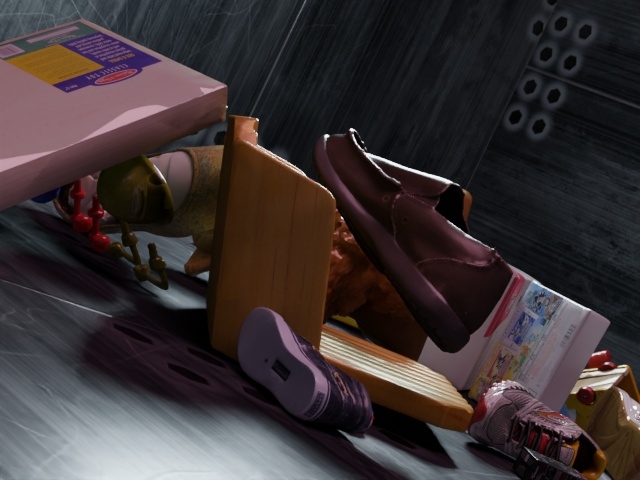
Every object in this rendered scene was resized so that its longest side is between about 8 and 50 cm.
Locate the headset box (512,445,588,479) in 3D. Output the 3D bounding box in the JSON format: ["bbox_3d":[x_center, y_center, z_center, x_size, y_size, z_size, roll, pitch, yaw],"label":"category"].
[{"bbox_3d":[0.273,0.276,1.854,0.083,0.032,0.062,26,3,-11],"label":"headset box"}]

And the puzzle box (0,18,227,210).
[{"bbox_3d":[-0.343,-0.149,1.857,0.272,0.052,0.409,27,37,34],"label":"puzzle box"}]

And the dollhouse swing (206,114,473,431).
[{"bbox_3d":[0.028,0.031,1.837,0.305,0.315,0.347,7,4,-5],"label":"dollhouse swing"}]

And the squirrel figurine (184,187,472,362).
[{"bbox_3d":[0.000,0.000,2.211,0.370,0.281,0.397,20,0,2],"label":"squirrel figurine"}]

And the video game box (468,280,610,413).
[{"bbox_3d":[0.318,0.176,2.342,0.048,0.205,0.187,29,2,-25],"label":"video game box"}]

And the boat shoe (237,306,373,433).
[{"bbox_3d":[-0.018,0.135,1.597,0.083,0.065,0.183,28,12,-34],"label":"boat shoe"}]

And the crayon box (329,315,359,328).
[{"bbox_3d":[-0.022,0.060,2.663,0.202,0.081,0.318,24,3,-26],"label":"crayon box"}]

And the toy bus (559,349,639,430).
[{"bbox_3d":[0.389,0.258,2.437,0.202,0.191,0.104,-137,-154,-78],"label":"toy bus"}]

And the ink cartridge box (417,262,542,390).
[{"bbox_3d":[0.248,0.126,2.563,0.117,0.207,0.283,28,4,16],"label":"ink cartridge box"}]

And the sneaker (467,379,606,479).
[{"bbox_3d":[0.272,0.239,1.968,0.225,0.088,0.093,23,5,-38],"label":"sneaker"}]

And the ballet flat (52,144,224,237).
[{"bbox_3d":[-0.231,-0.065,2.094,0.123,0.123,0.349,23,-19,-41],"label":"ballet flat"}]

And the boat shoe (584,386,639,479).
[{"bbox_3d":[0.423,0.277,2.117,0.096,0.098,0.277,26,11,-8],"label":"boat shoe"}]

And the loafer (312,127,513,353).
[{"bbox_3d":[0.110,-0.017,1.836,0.366,0.130,0.134,55,-2,43],"label":"loafer"}]

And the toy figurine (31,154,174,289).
[{"bbox_3d":[-0.356,-0.060,1.935,0.217,0.191,0.362,-13,34,-33],"label":"toy figurine"}]

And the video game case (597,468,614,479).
[{"bbox_3d":[0.446,0.352,2.078,0.193,0.023,0.212,26,2,3],"label":"video game case"}]

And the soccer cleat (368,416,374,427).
[{"bbox_3d":[0.020,0.168,1.640,0.083,0.029,0.036,34,3,38],"label":"soccer cleat"}]
